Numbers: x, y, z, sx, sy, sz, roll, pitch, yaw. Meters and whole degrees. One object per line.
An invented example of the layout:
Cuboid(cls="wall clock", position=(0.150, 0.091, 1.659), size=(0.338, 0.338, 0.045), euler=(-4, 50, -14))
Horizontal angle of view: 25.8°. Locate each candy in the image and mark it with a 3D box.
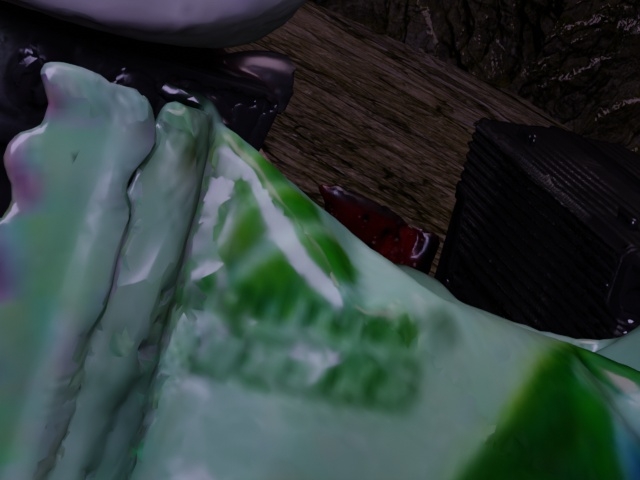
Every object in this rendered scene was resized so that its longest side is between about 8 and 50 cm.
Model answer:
Cuboid(cls="candy", position=(0.032, 0.107, 0.500), size=(0.172, 0.263, 0.398), euler=(-4, -15, 45))

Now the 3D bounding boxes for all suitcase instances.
Cuboid(cls="suitcase", position=(0.192, 0.069, 0.954), size=(0.152, 0.230, 0.335), euler=(10, 18, -16))

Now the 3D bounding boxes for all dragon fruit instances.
Cuboid(cls="dragon fruit", position=(-0.003, 0.017, 1.002), size=(0.192, 0.122, 0.092), euler=(41, 41, -39))

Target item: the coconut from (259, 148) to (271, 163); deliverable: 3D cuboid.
Cuboid(cls="coconut", position=(-0.102, 0.001, 0.767), size=(0.194, 0.194, 0.194), euler=(26, 14, -7))

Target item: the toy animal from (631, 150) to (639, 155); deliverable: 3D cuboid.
Cuboid(cls="toy animal", position=(0.368, 0.005, 1.585), size=(0.266, 0.212, 0.212), euler=(11, 22, -41))

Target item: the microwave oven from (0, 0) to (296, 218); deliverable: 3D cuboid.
Cuboid(cls="microwave oven", position=(-0.152, -0.001, 0.541), size=(0.178, 0.247, 0.188), euler=(12, 19, -40))

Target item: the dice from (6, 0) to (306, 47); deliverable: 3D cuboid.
Cuboid(cls="dice", position=(-0.074, -0.184, 0.457), size=(0.192, 0.194, 0.193), euler=(15, 18, -20))
